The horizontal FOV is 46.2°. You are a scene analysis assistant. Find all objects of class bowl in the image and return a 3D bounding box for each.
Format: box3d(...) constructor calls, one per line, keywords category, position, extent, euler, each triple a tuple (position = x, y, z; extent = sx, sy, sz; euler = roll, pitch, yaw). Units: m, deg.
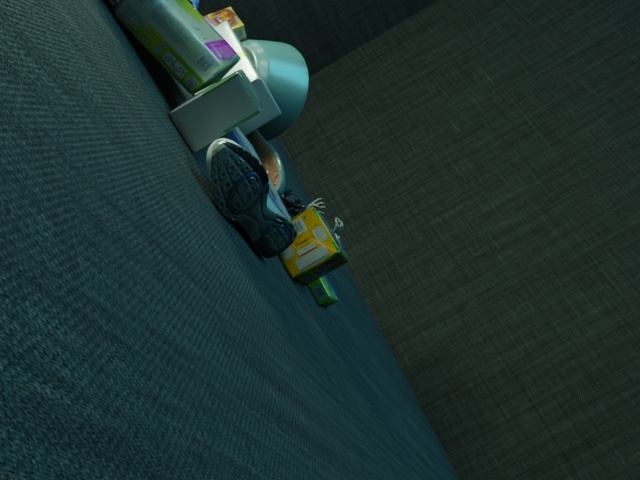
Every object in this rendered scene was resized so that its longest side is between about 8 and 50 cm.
box3d(category="bowl", position=(-0.204, -0.455, 2.180), extent=(0.163, 0.311, 0.311), euler=(16, 40, -55))

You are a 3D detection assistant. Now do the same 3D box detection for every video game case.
box3d(category="video game case", position=(-0.176, -0.168, 1.786), extent=(0.269, 0.061, 0.244), euler=(61, 3, 26))

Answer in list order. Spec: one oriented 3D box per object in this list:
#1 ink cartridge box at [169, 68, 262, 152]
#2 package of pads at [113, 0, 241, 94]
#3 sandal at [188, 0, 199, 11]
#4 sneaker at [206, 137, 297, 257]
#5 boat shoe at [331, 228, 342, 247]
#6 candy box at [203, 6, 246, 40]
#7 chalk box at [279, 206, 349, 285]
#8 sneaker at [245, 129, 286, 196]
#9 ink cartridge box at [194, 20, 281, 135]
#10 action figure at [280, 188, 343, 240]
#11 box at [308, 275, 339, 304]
box3d(category="ink cartridge box", position=(-0.202, -0.263, 1.491), extent=(0.093, 0.154, 0.212), euler=(58, 4, -16))
box3d(category="package of pads", position=(-0.291, -0.429, 1.564), extent=(0.229, 0.101, 0.296), euler=(46, 12, -11))
box3d(category="sandal", position=(-0.418, -0.690, 2.258), extent=(0.317, 0.126, 0.138), euler=(-92, 157, -64))
box3d(category="sneaker", position=(-0.149, -0.086, 1.417), extent=(0.129, 0.111, 0.297), euler=(49, -11, 39))
box3d(category="boat shoe", position=(0.000, 0.000, 2.390), extent=(0.121, 0.110, 0.341), euler=(60, 4, 8))
box3d(category="candy box", position=(-0.317, -0.591, 2.136), extent=(0.109, 0.187, 0.053), euler=(57, -13, 37))
box3d(category="chalk box", position=(-0.022, 0.021, 1.825), extent=(0.132, 0.132, 0.213), euler=(60, 5, 13))
box3d(category="sneaker", position=(-0.153, -0.205, 2.015), extent=(0.121, 0.108, 0.302), euler=(48, 10, -51))
box3d(category="ink cartridge box", position=(-0.241, -0.410, 1.963), extent=(0.232, 0.168, 0.171), euler=(62, 4, 29))
box3d(category="action figure", position=(-0.019, -0.040, 2.039), extent=(0.275, 0.141, 0.164), euler=(48, -3, 34))
box3d(category="box", position=(-0.001, 0.121, 2.009), extent=(0.109, 0.042, 0.178), euler=(61, 5, 11))
